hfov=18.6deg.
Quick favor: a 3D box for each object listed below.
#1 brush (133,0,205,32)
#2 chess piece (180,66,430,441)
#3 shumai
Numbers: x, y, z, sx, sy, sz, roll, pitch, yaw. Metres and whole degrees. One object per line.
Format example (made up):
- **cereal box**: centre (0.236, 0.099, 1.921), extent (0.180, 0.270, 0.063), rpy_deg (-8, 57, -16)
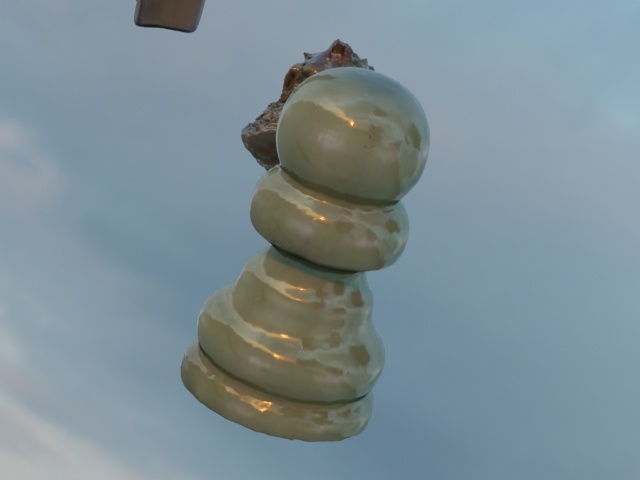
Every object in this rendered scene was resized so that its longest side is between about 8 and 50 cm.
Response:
- **brush**: centre (-0.094, -0.320, 1.593), extent (0.060, 0.321, 0.050), rpy_deg (5, 33, -21)
- **chess piece**: centre (0.000, 0.000, 1.374), extent (0.144, 0.251, 0.144), rpy_deg (14, 22, -6)
- **shumai**: centre (0.004, -0.102, 1.615), extent (0.146, 0.116, 0.145), rpy_deg (-4, -25, -2)
